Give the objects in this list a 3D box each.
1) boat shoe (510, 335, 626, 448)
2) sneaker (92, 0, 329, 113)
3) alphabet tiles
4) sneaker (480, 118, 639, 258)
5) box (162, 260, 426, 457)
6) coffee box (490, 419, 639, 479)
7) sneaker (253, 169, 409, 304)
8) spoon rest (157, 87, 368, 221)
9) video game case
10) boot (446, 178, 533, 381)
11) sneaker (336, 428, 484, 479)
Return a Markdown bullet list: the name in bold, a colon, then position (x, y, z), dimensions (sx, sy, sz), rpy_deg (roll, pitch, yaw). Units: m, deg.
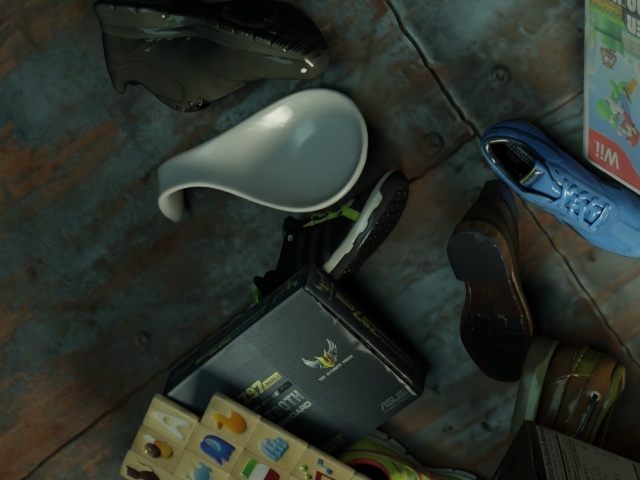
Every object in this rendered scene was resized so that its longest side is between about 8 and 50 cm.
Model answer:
- **boat shoe**: position (0.246, 0.256, 1.741), dimensions (0.104, 0.111, 0.307), rpy_deg (13, 112, 18)
- **sneaker**: position (-0.116, -0.198, 1.823), dimensions (0.286, 0.109, 0.130), rpy_deg (14, 118, 30)
- **alphabet tiles**: position (-0.058, 0.299, 1.866), dimensions (0.343, 0.011, 0.285), rpy_deg (29, 138, 2)
- **sneaker**: position (0.247, -0.045, 1.685), dimensions (0.209, 0.082, 0.069), rpy_deg (38, 113, 12)
- **box**: position (-0.030, 0.154, 1.820), dimensions (0.233, 0.059, 0.183), rpy_deg (-38, 109, 26)
- **coffee box**: position (0.302, 0.318, 1.657), dimensions (0.297, 0.119, 0.168), rpy_deg (21, 114, -10)
- **sneaker**: position (0.000, 0.000, 1.813), dimensions (0.097, 0.084, 0.234), rpy_deg (43, 117, 12)
- **spoon rest**: position (-0.071, -0.081, 1.818), dimensions (0.276, 0.084, 0.137), rpy_deg (-15, 70, 30)
- **video game case**: position (0.314, -0.160, 1.547), dimensions (0.204, 0.025, 0.285), rpy_deg (41, 145, 47)
- **boot**: position (0.190, 0.043, 1.746), dimensions (0.082, 0.106, 0.219), rpy_deg (4, 132, 21)
- **sneaker**: position (0.101, 0.283, 1.827), dimensions (0.209, 0.094, 0.081), rpy_deg (23, 111, 19)
